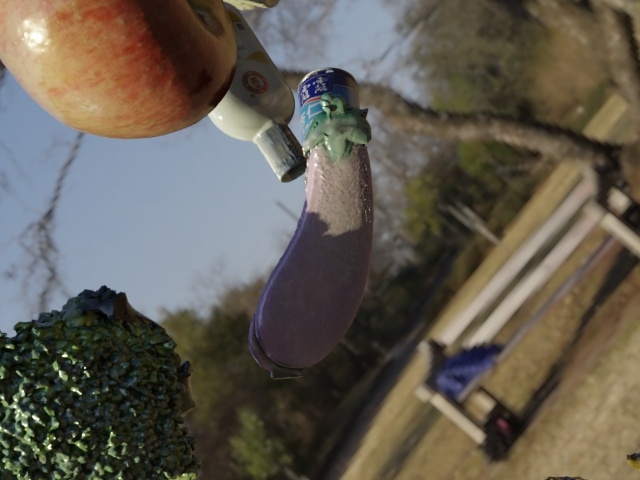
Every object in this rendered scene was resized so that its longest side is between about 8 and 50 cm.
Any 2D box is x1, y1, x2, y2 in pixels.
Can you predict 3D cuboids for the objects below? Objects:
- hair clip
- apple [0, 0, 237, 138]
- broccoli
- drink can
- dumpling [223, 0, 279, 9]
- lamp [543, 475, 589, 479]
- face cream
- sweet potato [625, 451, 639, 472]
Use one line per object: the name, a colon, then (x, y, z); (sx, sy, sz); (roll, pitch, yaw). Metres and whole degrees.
hair clip: (0.002, 0.000, 1.806); (0.110, 0.095, 0.359); (12, -93, -50)
apple: (-0.273, -0.269, 1.797); (0.269, 0.345, 0.345); (-22, 0, 14)
broccoli: (-0.315, 0.213, 1.734); (0.338, 0.277, 0.317); (-20, -9, 14)
drink can: (0.019, -0.142, 2.156); (0.097, 0.097, 0.235); (124, 151, -44)
dumpling: (-0.150, -0.422, 2.355); (0.092, 0.176, 0.150); (-61, 33, 10)
lamp: (0.280, 0.285, 1.677); (0.083, 0.063, 0.031); (94, 177, -86)
face cream: (-0.111, -0.211, 2.069); (0.144, 0.291, 0.071); (-19, -21, -36)
sweet potato: (0.427, 0.253, 1.470); (0.075, 0.269, 0.075); (-160, 90, -85)
